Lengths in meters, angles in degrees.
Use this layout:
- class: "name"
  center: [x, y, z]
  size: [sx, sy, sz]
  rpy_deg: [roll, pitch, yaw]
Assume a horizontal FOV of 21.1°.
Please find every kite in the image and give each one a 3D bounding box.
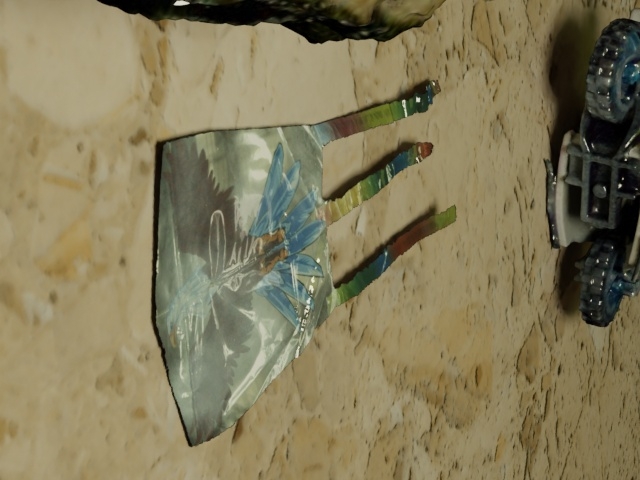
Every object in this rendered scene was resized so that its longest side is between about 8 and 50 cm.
- class: "kite"
  center: [-0.002, 0.000, 0.993]
  size: [0.310, 0.015, 0.169]
  rpy_deg: [-23, 115, -53]

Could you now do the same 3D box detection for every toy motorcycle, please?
- class: "toy motorcycle"
  center: [0.251, -0.073, 1.322]
  size: [0.204, 0.108, 0.239]
  rpy_deg: [-35, 147, -46]

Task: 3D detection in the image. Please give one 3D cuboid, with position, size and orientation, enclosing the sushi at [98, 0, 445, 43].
- class: "sushi"
  center: [-0.049, -0.192, 0.720]
  size: [0.350, 0.171, 0.211]
  rpy_deg: [15, 85, -58]
